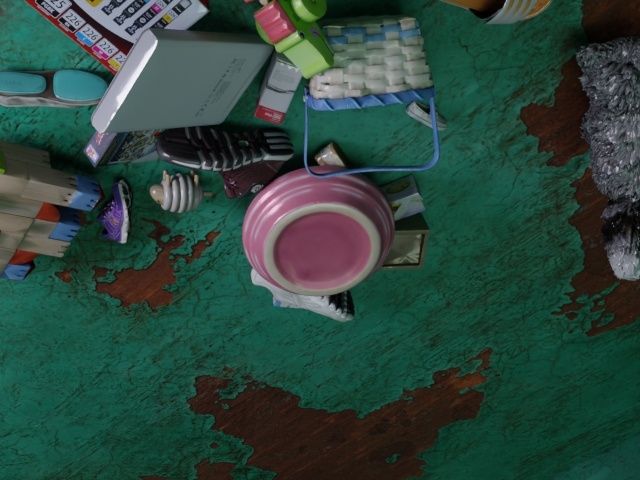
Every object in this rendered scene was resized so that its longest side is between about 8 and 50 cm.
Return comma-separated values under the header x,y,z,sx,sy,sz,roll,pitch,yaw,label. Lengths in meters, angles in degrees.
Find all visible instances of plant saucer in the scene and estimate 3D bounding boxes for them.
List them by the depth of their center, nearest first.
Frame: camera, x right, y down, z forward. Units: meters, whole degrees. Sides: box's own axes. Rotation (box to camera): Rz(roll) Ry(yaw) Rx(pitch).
x,y,z,sx,sy,sz,roll,pitch,yaw,label
0.000,0.000,1.762,0.332,0.084,0.332,-4,127,-5,plant saucer

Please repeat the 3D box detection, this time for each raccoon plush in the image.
x,y,z,sx,sy,sz,roll,pitch,yaw,label
0.613,-0.181,1.587,0.216,0.446,0.299,-13,152,21,raccoon plush

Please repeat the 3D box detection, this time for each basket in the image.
x,y,z,sx,sy,sz,roll,pitch,yaw,label
0.093,-0.262,1.508,0.255,0.201,0.289,-4,105,-6,basket

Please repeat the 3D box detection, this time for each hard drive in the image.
x,y,z,sx,sy,sz,roll,pitch,yaw,label
-0.231,-0.275,1.433,0.203,0.040,0.307,-49,163,30,hard drive

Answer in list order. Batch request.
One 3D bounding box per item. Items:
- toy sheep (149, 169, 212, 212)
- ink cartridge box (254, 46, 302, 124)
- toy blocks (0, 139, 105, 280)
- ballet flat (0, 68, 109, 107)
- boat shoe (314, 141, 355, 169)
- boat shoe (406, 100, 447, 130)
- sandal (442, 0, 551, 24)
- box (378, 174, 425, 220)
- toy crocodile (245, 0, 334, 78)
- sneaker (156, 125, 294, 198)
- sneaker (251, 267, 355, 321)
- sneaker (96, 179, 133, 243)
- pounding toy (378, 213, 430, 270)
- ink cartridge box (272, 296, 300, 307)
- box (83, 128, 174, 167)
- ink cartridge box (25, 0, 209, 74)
x,y,z,sx,sy,sz,roll,pitch,yaw,label
-0.287,-0.100,1.707,0.132,0.091,0.091,0,136,-20,toy sheep
-0.072,-0.299,1.521,0.056,0.099,0.135,17,135,-13,ink cartridge box
-0.607,-0.049,1.646,0.261,0.190,0.381,13,132,-39,toy blocks
-0.492,-0.274,1.506,0.213,0.072,0.068,2,162,-13,ballet flat
0.044,-0.137,1.758,0.059,0.063,0.170,-24,127,18,boat shoe
0.224,-0.258,1.686,0.100,0.035,0.035,23,130,-23,boat shoe
0.304,-0.436,1.486,0.265,0.076,0.102,4,135,-16,sandal
0.070,-0.053,1.842,0.324,0.067,0.063,-19,135,9,box
-0.088,-0.417,1.337,0.115,0.105,0.340,-13,115,41,toy crocodile
-0.199,-0.139,1.649,0.281,0.106,0.162,-2,143,-26,sneaker
-0.038,0.116,1.977,0.292,0.110,0.118,35,128,-28,sneaker
-0.434,-0.056,1.733,0.071,0.068,0.170,8,134,-11,sneaker
0.169,0.008,1.920,0.130,0.100,0.141,-2,125,-11,pounding toy
-0.071,0.141,2.039,0.083,0.028,0.048,7,134,-18,ink cartridge box
-0.318,-0.235,1.527,0.233,0.044,0.159,-47,162,31,box
-0.330,-0.454,1.295,0.272,0.130,0.309,-34,132,20,ink cartridge box
